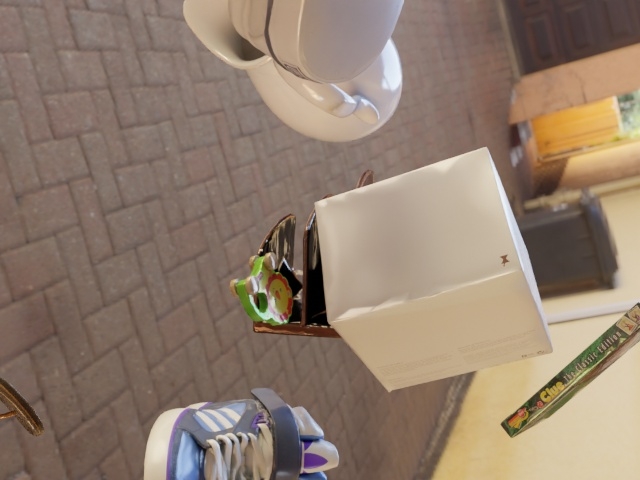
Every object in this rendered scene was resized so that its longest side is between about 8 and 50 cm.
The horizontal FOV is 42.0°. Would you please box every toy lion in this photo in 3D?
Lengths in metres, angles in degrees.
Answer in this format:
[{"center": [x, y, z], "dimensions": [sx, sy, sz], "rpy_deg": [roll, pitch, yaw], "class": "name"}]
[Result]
[{"center": [-0.069, 0.072, 1.086], "dimensions": [0.096, 0.034, 0.100], "rpy_deg": [67, 29, -19], "class": "toy lion"}]

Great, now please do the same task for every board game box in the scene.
[{"center": [0.363, 0.168, 1.125], "dimensions": [0.030, 0.260, 0.136], "rpy_deg": [51, 29, 21], "class": "board game box"}]

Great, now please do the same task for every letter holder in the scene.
[{"center": [0.000, 0.000, 1.293], "dimensions": [0.302, 0.151, 0.215], "rpy_deg": [-58, 150, -75], "class": "letter holder"}]

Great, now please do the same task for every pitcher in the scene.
[{"center": [0.002, -0.146, 0.727], "dimensions": [0.207, 0.125, 0.178], "rpy_deg": [20, 29, -56], "class": "pitcher"}]

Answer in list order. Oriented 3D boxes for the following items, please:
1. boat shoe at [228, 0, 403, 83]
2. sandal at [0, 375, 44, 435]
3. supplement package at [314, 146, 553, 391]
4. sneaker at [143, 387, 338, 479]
[{"center": [0.012, -0.205, 0.375], "dimensions": [0.095, 0.084, 0.258], "rpy_deg": [2, 115, -49], "class": "boat shoe"}, {"center": [-0.452, 0.187, 1.077], "dimensions": [0.219, 0.090, 0.060], "rpy_deg": [46, 66, -19], "class": "sandal"}, {"center": [0.122, 0.040, 0.887], "dimensions": [0.203, 0.194, 0.149], "rpy_deg": [53, 24, -53], "class": "supplement package"}, {"center": [-0.095, 0.297, 1.166], "dimensions": [0.323, 0.236, 0.130], "rpy_deg": [-14, 105, -83], "class": "sneaker"}]
